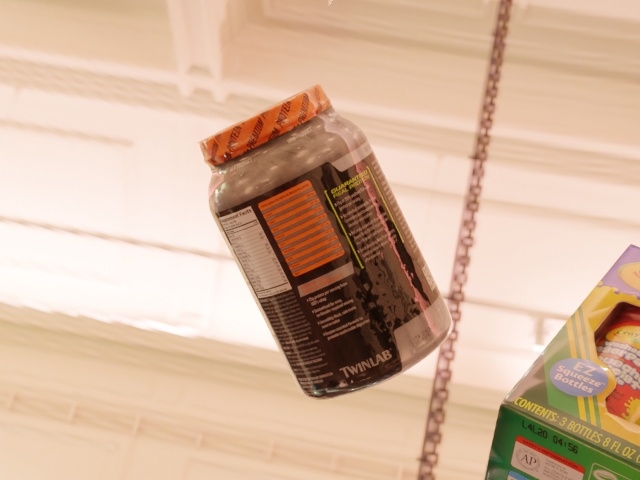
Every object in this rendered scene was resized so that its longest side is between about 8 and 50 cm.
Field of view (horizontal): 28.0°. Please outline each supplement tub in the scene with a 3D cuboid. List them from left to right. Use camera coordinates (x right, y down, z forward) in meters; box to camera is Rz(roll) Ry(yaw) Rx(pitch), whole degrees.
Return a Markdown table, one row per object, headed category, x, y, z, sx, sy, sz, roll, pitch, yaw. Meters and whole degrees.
| category | x | y | z | sx | sy | sz | roll | pitch | yaw |
| --- | --- | --- | --- | --- | --- | --- | --- | --- | --- |
| supplement tub | 0.000 | 0.000 | 1.421 | 0.194 | 0.193 | 0.316 | -18 | -80 | 43 |

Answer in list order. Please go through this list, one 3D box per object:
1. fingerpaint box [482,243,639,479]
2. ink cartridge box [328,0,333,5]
| category | x | y | z | sx | sy | sz | roll | pitch | yaw |
| --- | --- | --- | --- | --- | --- | --- | --- | --- | --- |
| fingerpaint box | 0.470 | 0.226 | 1.456 | 0.445 | 0.371 | 0.163 | 25 | -49 | 25 |
| ink cartridge box | 0.002 | -0.295 | 1.351 | 0.028 | 0.083 | 0.048 | 5 | -31 | -25 |
